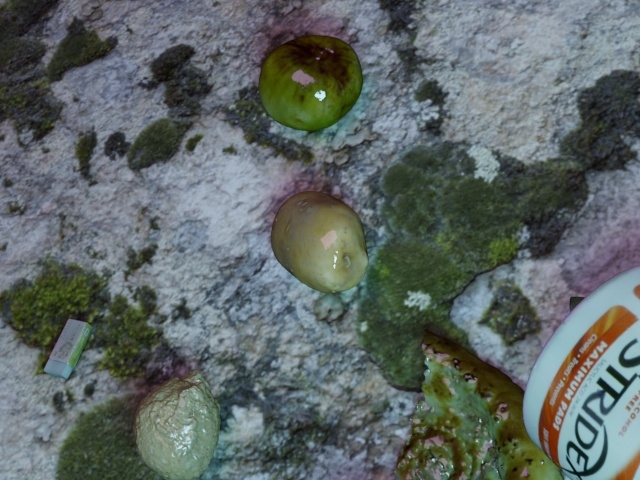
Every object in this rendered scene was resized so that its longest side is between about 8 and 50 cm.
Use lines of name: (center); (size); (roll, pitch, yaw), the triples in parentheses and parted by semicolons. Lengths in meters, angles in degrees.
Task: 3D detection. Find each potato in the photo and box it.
potato: (0.000, 0.000, 1.894); (0.109, 0.118, 0.178); (-13, 28, -25)

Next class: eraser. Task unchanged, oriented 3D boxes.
eraser: (-0.353, 0.151, 2.029); (0.038, 0.019, 0.083); (9, 64, 30)

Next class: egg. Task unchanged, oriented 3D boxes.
egg: (-0.177, 0.235, 1.821); (0.118, 0.116, 0.140); (-31, 49, 35)

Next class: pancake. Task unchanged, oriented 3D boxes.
pancake: (0.168, 0.259, 1.666); (0.197, 0.054, 0.376); (-27, 49, 10)

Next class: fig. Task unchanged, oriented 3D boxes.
fig: (-0.015, -0.223, 2.042); (0.153, 0.121, 0.136); (-8, 51, 23)

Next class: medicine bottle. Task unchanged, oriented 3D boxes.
medicine bottle: (0.372, 0.182, 1.482); (0.252, 0.252, 0.241); (-43, 50, -5)

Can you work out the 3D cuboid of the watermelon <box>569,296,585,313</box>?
watermelon: (0.316, 0.131, 1.645); (0.098, 0.121, 0.158); (15, 69, 10)
